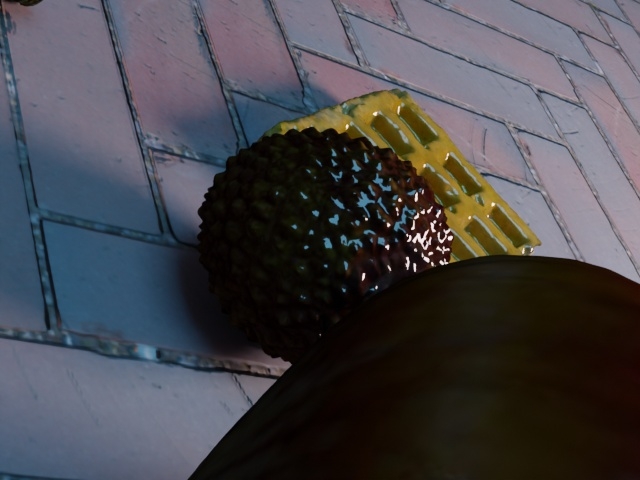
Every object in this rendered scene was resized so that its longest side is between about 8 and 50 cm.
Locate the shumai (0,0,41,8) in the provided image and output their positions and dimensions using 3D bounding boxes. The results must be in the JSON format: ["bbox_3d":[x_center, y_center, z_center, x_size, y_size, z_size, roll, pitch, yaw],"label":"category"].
[{"bbox_3d":[-0.257,-0.228,0.951,0.080,0.082,0.083,2,25,-44],"label":"shumai"}]

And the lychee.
[{"bbox_3d":[0.000,0.000,0.861,0.188,0.188,0.188,28,35,-21],"label":"lychee"}]

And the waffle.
[{"bbox_3d":[0.075,-0.034,1.087,0.221,0.055,0.248,49,33,11],"label":"waffle"}]

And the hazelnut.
[{"bbox_3d":[0.086,0.185,0.581,0.359,0.359,0.409,36,25,-9],"label":"hazelnut"}]
